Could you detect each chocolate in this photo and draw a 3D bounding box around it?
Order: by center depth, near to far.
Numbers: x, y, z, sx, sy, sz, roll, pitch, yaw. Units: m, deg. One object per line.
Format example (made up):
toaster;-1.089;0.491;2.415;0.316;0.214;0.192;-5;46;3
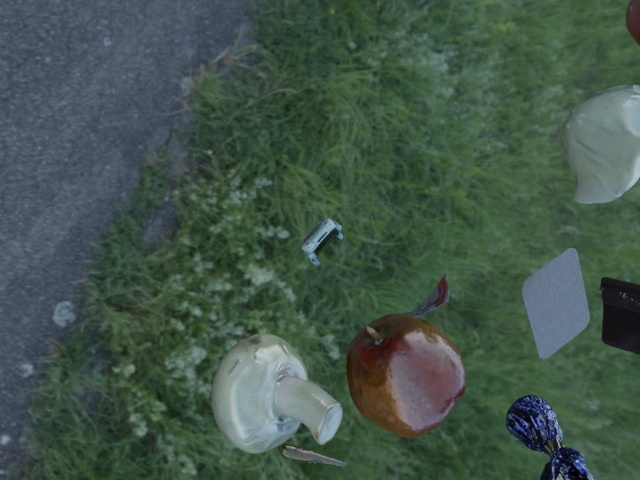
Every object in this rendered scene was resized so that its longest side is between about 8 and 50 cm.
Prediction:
chocolate;0.555;0.507;1.395;0.343;0.148;0.126;-103;-153;-68

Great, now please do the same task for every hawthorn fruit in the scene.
hawthorn fruit;0.177;0.280;1.352;0.298;0.276;0.277;52;50;-28

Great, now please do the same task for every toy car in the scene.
toy car;0.000;0.000;1.307;0.095;0.056;0.205;-48;171;-4

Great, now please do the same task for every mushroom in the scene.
mushroom;-0.136;0.439;1.632;0.315;0.356;0.315;-43;172;-8

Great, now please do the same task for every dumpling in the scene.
dumpling;0.651;-0.213;1.351;0.318;0.187;0.243;126;-19;-69

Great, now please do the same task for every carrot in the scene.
carrot;-0.021;0.679;1.874;0.254;0.049;0.049;22;73;-24

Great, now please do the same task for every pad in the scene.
pad;0.569;0.155;1.435;0.176;0.002;0.266;-33;121;-13

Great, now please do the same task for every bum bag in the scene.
bum bag;0.656;0.163;1.293;0.026;0.109;0.160;-12;103;-31

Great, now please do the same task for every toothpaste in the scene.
toothpaste;0.260;0.179;1.572;0.075;0.048;0.301;-54;-179;-33

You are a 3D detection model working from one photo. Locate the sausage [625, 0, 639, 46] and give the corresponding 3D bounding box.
sausage;0.300;-0.199;0.504;0.094;0.059;0.054;158;-66;-79
